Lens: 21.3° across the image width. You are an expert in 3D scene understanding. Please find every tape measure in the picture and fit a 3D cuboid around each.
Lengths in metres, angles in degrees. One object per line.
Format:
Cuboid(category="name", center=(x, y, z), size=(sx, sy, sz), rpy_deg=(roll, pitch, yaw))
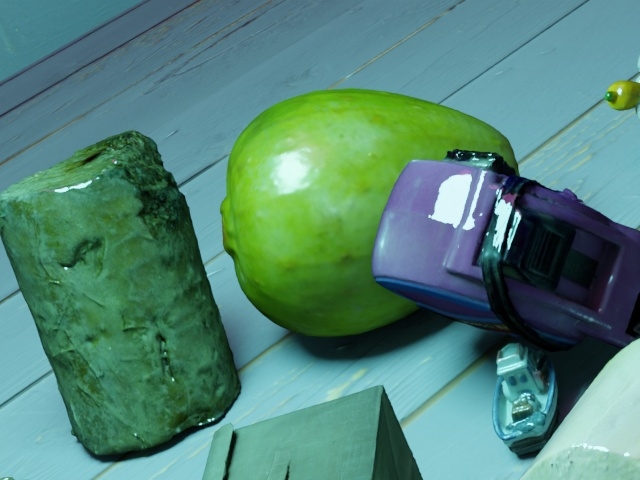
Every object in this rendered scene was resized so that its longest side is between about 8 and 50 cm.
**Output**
Cuboid(category="tape measure", center=(0.175, 0.012, 1.555), size=(0.231, 0.245, 0.149), rpy_deg=(14, 84, 54))

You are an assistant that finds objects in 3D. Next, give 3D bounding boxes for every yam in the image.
Cuboid(category="yam", center=(-0.209, 0.049, 1.749), size=(0.195, 0.300, 0.195), rpy_deg=(-16, 13, 4))

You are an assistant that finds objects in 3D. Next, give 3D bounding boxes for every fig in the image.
Cuboid(category="fig", center=(0.057, -0.033, 1.754), size=(0.326, 0.258, 0.258), rpy_deg=(-9, 17, -19))

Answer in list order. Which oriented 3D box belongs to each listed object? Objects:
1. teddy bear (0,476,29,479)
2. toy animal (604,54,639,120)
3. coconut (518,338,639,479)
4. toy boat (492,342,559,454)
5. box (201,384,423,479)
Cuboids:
Cuboid(category="teddy bear", center=(-0.328, 0.278, 1.504), size=(0.267, 0.156, 0.256), rpy_deg=(-33, 25, -28))
Cuboid(category="toy animal", center=(0.397, -0.155, 1.872), size=(0.127, 0.131, 0.181), rpy_deg=(-35, 23, 30))
Cuboid(category="coconut", center=(0.235, 0.191, 1.065), size=(0.239, 0.239, 0.244), rpy_deg=(-1, 31, 43))
Cuboid(category="toy boat", center=(0.175, 0.128, 1.485), size=(0.059, 0.066, 0.140), rpy_deg=(-19, 20, 18))
Cuboid(category="box", center=(-0.004, 0.238, 1.279), size=(0.149, 0.155, 0.231), rpy_deg=(-17, 21, 13))
